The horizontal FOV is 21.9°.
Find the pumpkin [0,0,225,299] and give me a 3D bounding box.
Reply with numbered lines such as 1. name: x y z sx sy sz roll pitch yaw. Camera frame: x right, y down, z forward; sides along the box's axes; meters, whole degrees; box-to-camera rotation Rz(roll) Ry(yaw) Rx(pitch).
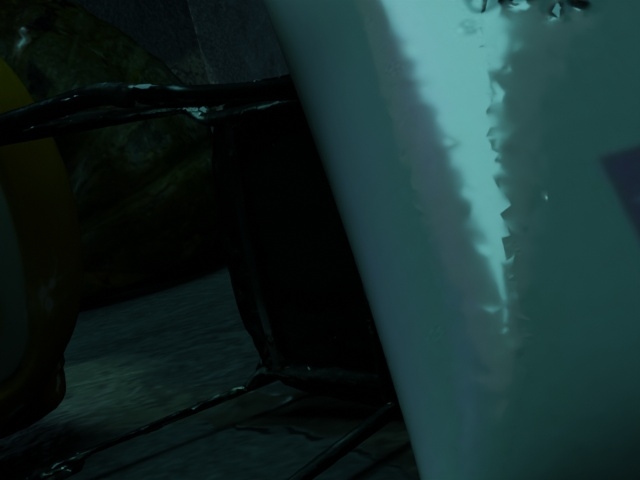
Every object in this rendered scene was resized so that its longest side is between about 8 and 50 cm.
1. pumpkin: -0.225 -0.060 1.130 0.325 0.232 0.242 -12 5 -8

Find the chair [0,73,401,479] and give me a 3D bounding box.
1. chair: 0.000 0.000 0.595 0.221 0.140 0.145 -16 8 -38

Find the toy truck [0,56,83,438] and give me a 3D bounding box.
1. toy truck: -0.238 0.020 0.629 0.288 0.204 0.211 -16 10 1

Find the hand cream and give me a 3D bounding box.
1. hand cream: 0.061 -0.059 0.466 0.185 0.118 0.359 -14 48 -14
